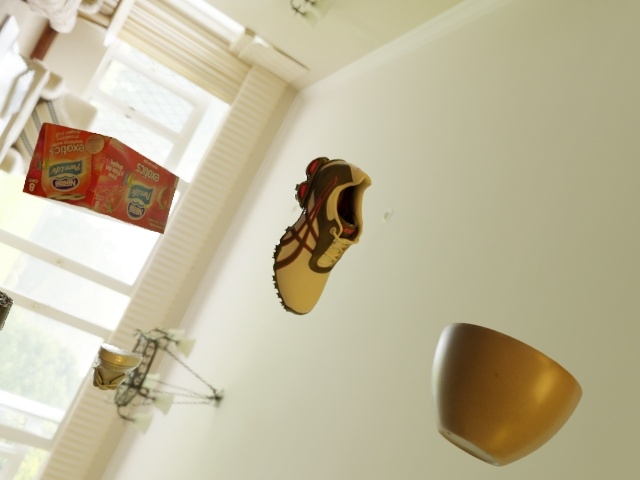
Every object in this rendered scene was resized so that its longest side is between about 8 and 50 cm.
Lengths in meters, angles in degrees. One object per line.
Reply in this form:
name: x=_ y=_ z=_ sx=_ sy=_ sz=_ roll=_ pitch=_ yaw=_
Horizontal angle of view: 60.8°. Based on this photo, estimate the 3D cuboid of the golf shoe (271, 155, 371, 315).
golf shoe: x=0.000 y=0.000 z=0.889 sx=0.120 sy=0.105 sz=0.273 roll=21 pitch=-80 yaw=51

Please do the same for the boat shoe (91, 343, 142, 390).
boat shoe: x=-0.391 y=0.246 z=1.033 sx=0.227 sy=0.079 sz=0.081 roll=-31 pitch=-142 yaw=67

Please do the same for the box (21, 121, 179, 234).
box: x=-0.366 y=-0.098 z=0.950 sx=0.257 sy=0.128 sz=0.123 roll=41 pitch=64 yaw=-78

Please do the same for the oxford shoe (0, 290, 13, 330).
oxford shoe: x=-0.320 y=0.060 z=0.324 sx=0.083 sy=0.227 sz=0.096 roll=23 pitch=-87 yaw=52

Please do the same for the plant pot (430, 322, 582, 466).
plant pot: x=0.330 y=0.319 z=1.061 sx=0.191 sy=0.284 sz=0.284 roll=-57 pitch=-162 yaw=-20
